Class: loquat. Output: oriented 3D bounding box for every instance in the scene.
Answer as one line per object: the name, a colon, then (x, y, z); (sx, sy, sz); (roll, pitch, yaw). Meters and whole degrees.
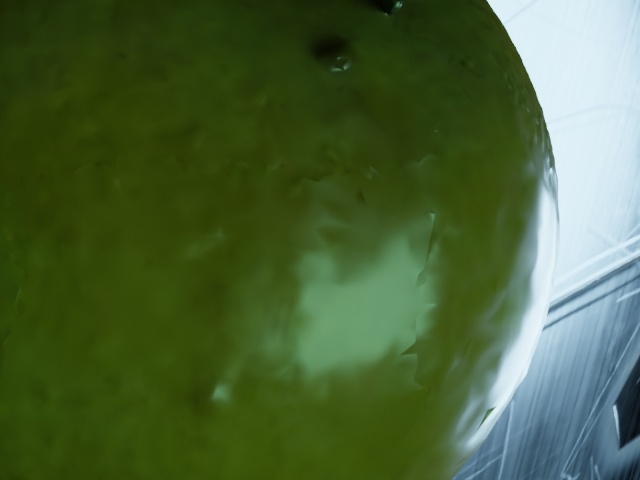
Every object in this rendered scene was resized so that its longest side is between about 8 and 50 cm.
loquat: (-0.047, -0.017, 0.682); (0.275, 0.275, 0.275); (-36, 142, -35)
